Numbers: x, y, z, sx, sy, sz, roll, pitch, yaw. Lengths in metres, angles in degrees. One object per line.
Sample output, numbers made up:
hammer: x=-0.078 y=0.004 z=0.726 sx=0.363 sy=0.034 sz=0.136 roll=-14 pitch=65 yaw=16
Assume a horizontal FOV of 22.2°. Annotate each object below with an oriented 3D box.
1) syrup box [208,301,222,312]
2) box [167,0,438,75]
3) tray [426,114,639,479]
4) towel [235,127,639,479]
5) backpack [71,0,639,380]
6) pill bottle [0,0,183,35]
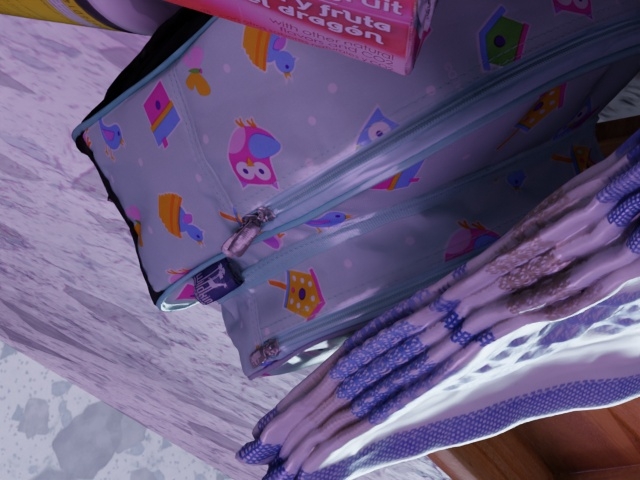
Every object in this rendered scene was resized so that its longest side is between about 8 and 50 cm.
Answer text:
syrup box: x=0.000 y=0.000 z=0.958 sx=0.096 sy=0.093 sz=0.237 roll=30 pitch=166 yaw=-12
box: x=-0.074 y=-0.154 z=0.416 sx=0.257 sy=0.128 sz=0.122 roll=18 pitch=166 yaw=5
tray: x=0.155 y=0.071 z=0.822 sx=0.203 sy=0.076 sz=0.411 roll=-10 pitch=152 yaw=19
towel: x=0.116 y=0.007 z=0.498 sx=0.209 sy=0.034 sz=0.285 roll=-12 pitch=163 yaw=-31
backpack: x=0.025 y=-0.044 z=0.559 sx=0.144 sy=0.166 sz=0.188 roll=60 pitch=145 yaw=10
pill bottle: x=-0.115 y=-0.139 z=0.642 sx=0.184 sy=0.103 sz=0.103 roll=14 pitch=161 yaw=41
